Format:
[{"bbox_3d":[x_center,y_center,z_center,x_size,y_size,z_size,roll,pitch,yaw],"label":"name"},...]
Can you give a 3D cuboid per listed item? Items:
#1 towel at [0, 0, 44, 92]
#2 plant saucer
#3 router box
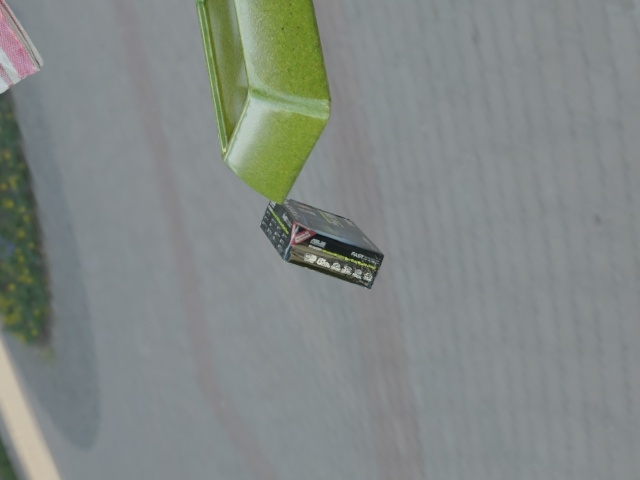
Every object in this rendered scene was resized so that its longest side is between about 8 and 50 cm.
[{"bbox_3d":[-0.326,-0.135,1.125,0.029,0.197,0.144,46,169,51],"label":"towel"},{"bbox_3d":[-0.047,-0.138,1.012,0.188,0.045,0.188,125,137,-69],"label":"plant saucer"},{"bbox_3d":[0.000,0.000,1.429,0.038,0.092,0.122,-67,19,11],"label":"router box"}]
